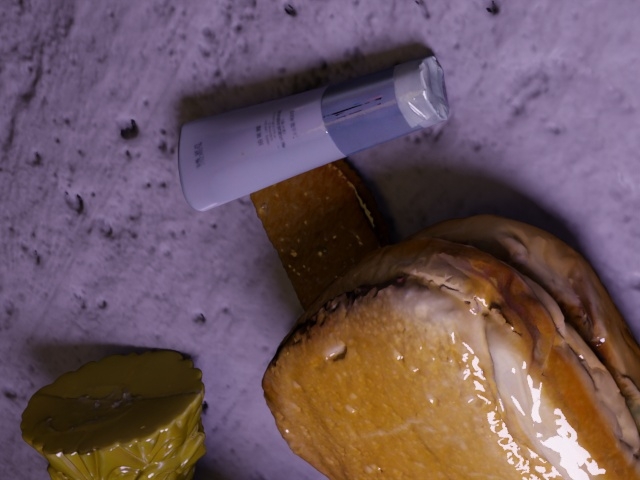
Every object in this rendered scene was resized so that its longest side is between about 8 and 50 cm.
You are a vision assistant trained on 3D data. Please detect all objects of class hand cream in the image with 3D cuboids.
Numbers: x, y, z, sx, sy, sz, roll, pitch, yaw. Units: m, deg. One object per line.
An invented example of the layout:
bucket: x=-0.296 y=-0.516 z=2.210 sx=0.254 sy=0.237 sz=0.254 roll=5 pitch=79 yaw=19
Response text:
hand cream: x=-0.016 y=-0.089 z=1.029 sx=0.255 sy=0.048 sz=0.079 roll=-15 pitch=74 yaw=33

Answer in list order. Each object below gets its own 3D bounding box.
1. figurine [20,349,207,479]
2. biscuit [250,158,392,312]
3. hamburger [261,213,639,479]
figurine: x=-0.165 y=0.287 z=1.303 sx=0.187 sy=0.168 sz=0.315 roll=-17 pitch=118 yaw=0
biscuit: x=0.005 y=-0.009 z=1.092 sx=0.126 sy=0.025 sz=0.206 roll=-16 pitch=103 yaw=40
hamburger: x=0.118 y=0.137 z=0.984 sx=0.284 sy=0.174 sz=0.304 roll=-26 pitch=95 yaw=38
